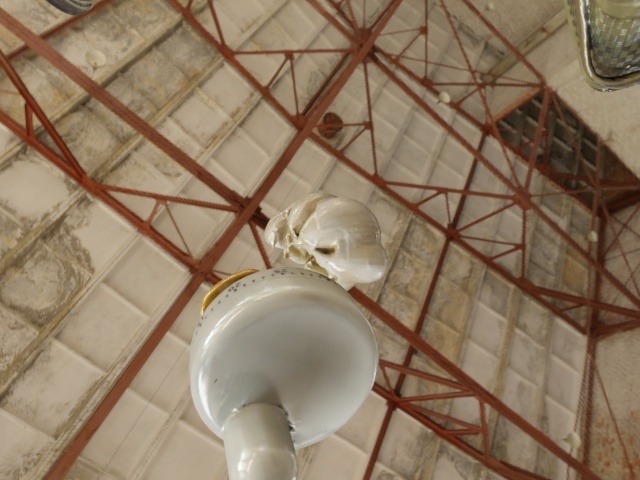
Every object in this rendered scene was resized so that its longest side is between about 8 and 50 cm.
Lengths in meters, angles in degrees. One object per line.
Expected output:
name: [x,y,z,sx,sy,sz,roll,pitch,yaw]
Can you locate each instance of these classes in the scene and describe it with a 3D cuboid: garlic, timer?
garlic: [0.009,-0.011,0.945,0.203,0.184,0.281,0,-147,-46]
timer: [-0.041,0.157,0.566,0.234,0.240,0.233,-6,-68,-15]

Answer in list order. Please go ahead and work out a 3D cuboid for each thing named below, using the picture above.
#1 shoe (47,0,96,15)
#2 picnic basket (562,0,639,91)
shoe: [-0.211,-0.238,0.393,0.071,0.179,0.049,25,-115,-35]
picnic basket: [0.243,-0.251,0.318,0.139,0.165,0.266,15,-115,-66]
